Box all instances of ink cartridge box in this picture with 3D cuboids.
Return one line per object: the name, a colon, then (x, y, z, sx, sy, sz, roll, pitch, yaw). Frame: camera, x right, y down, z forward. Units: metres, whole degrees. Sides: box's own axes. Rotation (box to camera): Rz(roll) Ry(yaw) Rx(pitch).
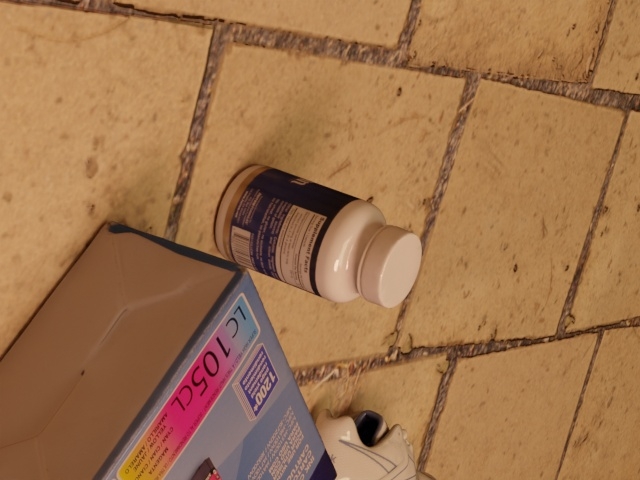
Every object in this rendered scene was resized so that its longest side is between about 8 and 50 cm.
ink cartridge box: (-0.135, 0.211, 1.472, 0.270, 0.151, 0.395, -55, 150, -24)

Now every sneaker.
sneaker: (0.067, 0.254, 1.900, 0.297, 0.111, 0.129, 21, 84, -63)

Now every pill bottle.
pill bottle: (0.000, 0.000, 1.540, 0.094, 0.169, 0.094, -40, 140, -43)
